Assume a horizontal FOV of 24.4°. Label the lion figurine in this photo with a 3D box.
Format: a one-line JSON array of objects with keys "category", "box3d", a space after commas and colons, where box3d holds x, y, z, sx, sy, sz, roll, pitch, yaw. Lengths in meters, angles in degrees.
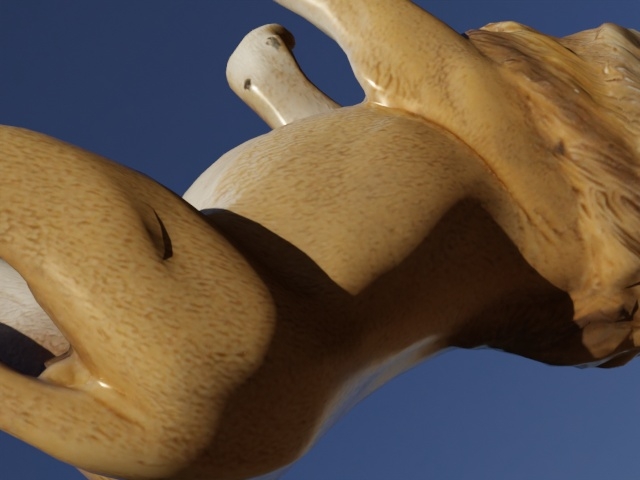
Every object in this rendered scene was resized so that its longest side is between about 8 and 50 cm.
[{"category": "lion figurine", "box3d": [0.000, 0.000, 0.483, 0.392, 0.240, 0.142, -30, -28, -35]}]
